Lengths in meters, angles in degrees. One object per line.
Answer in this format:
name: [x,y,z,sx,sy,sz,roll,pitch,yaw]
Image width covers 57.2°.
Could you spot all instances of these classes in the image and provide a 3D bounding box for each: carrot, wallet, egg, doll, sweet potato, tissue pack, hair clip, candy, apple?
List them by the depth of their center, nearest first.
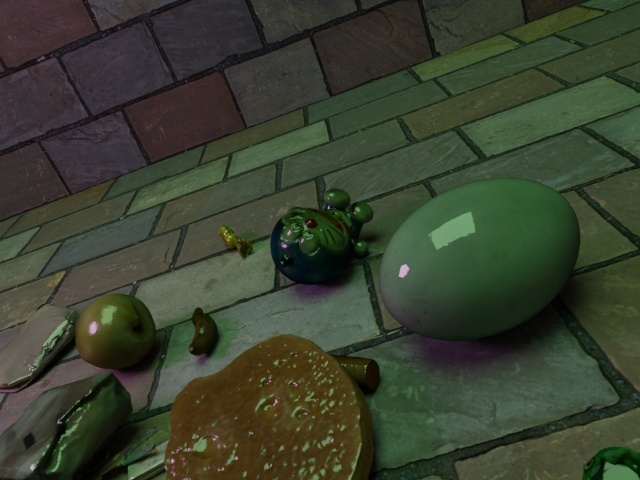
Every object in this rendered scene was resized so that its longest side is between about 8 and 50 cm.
candy: [0.430,0.349,0.631,0.097,0.097,0.323,-31,36,-16]
egg: [0.291,0.032,1.077,0.389,0.276,0.276,-27,27,-10]
tissue pack: [-0.310,0.415,1.107,0.108,0.023,0.056,-27,25,-8]
carrot: [0.003,0.250,1.133,0.225,0.067,0.067,-2,33,32]
apple: [-0.499,0.225,1.431,0.200,0.200,0.200,-18,27,9]
sweet potato: [-0.285,0.212,1.432,0.069,0.059,0.249,-35,22,2]
doll: [-0.001,-0.001,1.473,0.199,0.186,0.322,34,36,24]
wallet: [-0.823,0.303,1.669,0.275,0.068,0.335,-4,38,39]
hair clip: [-0.265,0.003,1.796,0.046,0.072,0.173,-31,37,-22]

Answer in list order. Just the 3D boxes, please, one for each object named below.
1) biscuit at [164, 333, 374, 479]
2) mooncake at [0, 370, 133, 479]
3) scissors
biscuit: [-0.093,0.338,1.003,0.365,0.062,0.385,-27,37,0]
mooncake: [-0.517,0.396,1.165,0.255,0.136,0.250,-16,27,31]
scissors: [-0.391,0.423,1.126,0.187,0.020,0.133,-32,21,5]
